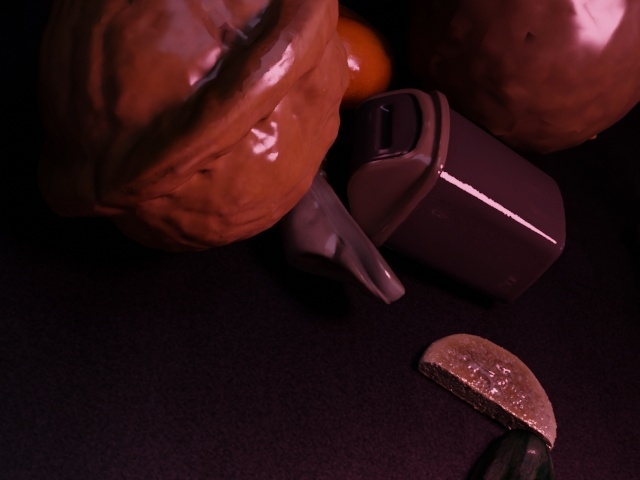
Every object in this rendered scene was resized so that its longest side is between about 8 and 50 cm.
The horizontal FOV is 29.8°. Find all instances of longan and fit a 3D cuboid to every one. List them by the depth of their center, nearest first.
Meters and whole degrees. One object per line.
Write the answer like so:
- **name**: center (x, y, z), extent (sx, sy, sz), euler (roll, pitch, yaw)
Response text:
- **longan**: center (0.303, -0.326, 1.711), extent (0.404, 0.404, 0.436), euler (31, 12, -6)

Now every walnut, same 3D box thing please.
- **walnut**: center (-0.138, -0.170, 1.335), extent (0.383, 0.383, 0.384), euler (20, 42, -19)

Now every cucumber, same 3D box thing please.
- **cucumber**: center (0.215, 0.293, 1.334), extent (0.115, 0.063, 0.244), euler (31, 38, -7)

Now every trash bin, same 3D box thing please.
- **trash bin**: center (0.165, -0.061, 1.561), extent (0.290, 0.182, 0.209), euler (28, 34, -17)

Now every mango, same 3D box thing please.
- **mango**: center (0.023, -0.251, 1.678), extent (0.166, 0.136, 0.236), euler (30, 25, 12)

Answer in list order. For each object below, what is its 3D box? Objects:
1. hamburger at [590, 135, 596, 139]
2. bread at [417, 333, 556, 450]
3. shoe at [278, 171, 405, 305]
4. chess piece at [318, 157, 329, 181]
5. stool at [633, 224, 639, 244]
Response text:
- **hamburger**: center (0.369, -0.286, 1.969), extent (0.131, 0.124, 0.262), euler (-17, 61, -44)
- **bread**: center (0.217, 0.167, 1.479), extent (0.193, 0.036, 0.112), euler (34, 38, -2)
- **shoe**: center (0.000, 0.000, 1.456), extent (0.100, 0.103, 0.251), euler (-38, 55, -6)
- **chess piece**: center (-0.045, -0.140, 1.584), extent (0.060, 0.060, 0.172), euler (-19, 65, -45)
- **stool**: center (0.670, 0.009, 1.747), extent (0.310, 0.310, 0.226), euler (12, 44, -30)
